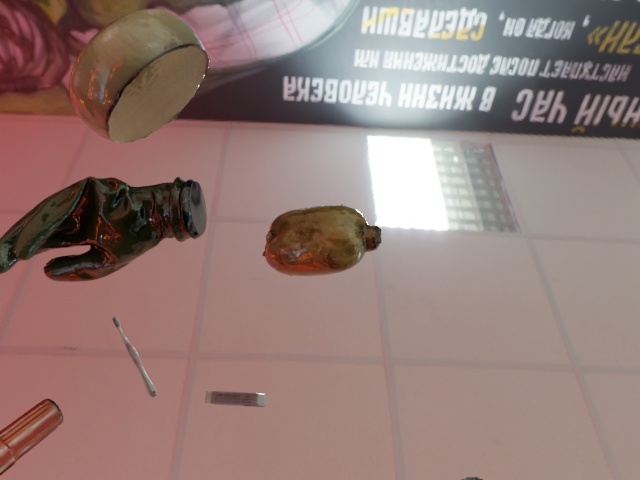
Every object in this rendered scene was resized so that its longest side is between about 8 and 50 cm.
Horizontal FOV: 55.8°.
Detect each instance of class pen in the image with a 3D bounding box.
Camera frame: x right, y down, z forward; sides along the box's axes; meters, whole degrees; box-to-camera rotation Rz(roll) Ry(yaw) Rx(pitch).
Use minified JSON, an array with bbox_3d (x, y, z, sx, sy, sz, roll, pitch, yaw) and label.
[{"bbox_3d":[-0.270,0.185,0.382,0.028,0.028,0.239,28,-138,21],"label":"pen"}]

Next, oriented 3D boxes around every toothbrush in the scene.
[{"bbox_3d":[-0.424,0.264,1.375,0.017,0.022,0.204,-27,-92,-28],"label":"toothbrush"}]

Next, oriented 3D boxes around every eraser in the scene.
[{"bbox_3d":[-0.180,0.337,1.286,0.122,0.052,0.029,-2,-108,15],"label":"eraser"}]

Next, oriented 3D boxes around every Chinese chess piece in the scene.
[{"bbox_3d":[-0.314,-0.283,1.061,0.103,0.250,0.250,46,-125,6],"label":"Chinese chess piece"}]

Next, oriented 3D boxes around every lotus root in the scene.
[{"bbox_3d":[0.000,0.000,1.373,0.284,0.146,0.160,-3,-98,16],"label":"lotus root"}]

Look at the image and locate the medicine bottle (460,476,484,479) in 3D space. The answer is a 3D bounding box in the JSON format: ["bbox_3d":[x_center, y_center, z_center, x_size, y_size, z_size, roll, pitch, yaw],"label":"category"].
[{"bbox_3d":[0.393,0.685,1.240,0.214,0.213,0.379,-16,-161,-19],"label":"medicine bottle"}]

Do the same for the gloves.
[{"bbox_3d":[-0.269,-0.015,0.718,0.268,0.135,0.107,-15,-141,-4],"label":"gloves"}]
